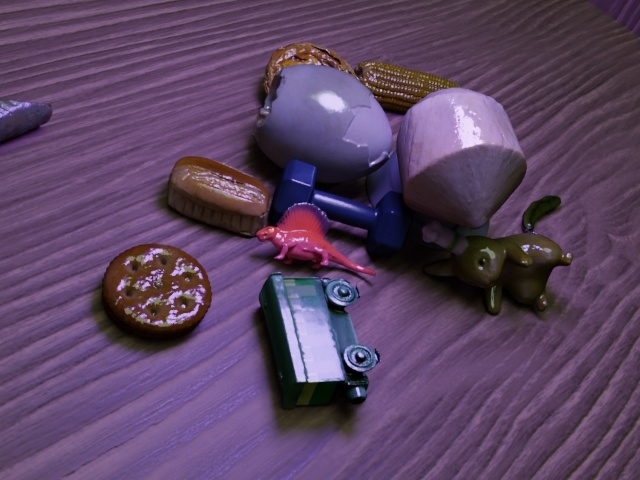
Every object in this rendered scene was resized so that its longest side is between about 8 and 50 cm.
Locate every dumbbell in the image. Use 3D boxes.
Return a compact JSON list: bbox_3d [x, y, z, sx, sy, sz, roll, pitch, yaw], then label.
[{"bbox_3d":[0.050,-0.071,1.878,0.325,0.159,0.144,17,13,-10],"label":"dumbbell"}]

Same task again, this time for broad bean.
[{"bbox_3d":[0.597,-0.074,2.206,0.069,0.039,0.227,31,43,16],"label":"broad bean"}]

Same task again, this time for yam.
[{"bbox_3d":[-0.710,-0.252,1.742,0.106,0.106,0.259,37,45,13],"label":"yam"}]

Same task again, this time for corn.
[{"bbox_3d":[0.261,-0.435,2.348,0.345,0.131,0.131,7,46,-19],"label":"corn"}]

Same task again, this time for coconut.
[{"bbox_3d":[0.310,-0.169,1.791,0.329,0.328,0.328,13,44,-13],"label":"coconut"}]

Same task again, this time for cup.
[{"bbox_3d":[0.304,-0.153,2.062,0.348,0.163,0.347,12,45,-13],"label":"cup"}]

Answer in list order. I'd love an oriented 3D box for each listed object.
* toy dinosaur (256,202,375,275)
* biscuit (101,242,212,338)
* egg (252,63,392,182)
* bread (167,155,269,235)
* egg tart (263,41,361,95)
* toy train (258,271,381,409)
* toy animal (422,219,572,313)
[{"bbox_3d":[-0.002,-0.008,1.798,0.286,0.070,0.138,10,81,-18],"label":"toy dinosaur"},{"bbox_3d":[-0.323,0.101,1.598,0.221,0.066,0.220,11,47,-12],"label":"biscuit"},{"bbox_3d":[0.016,-0.277,1.968,0.336,0.278,0.278,19,43,-8],"label":"egg"},{"bbox_3d":[-0.225,-0.106,1.817,0.237,0.106,0.140,20,41,-6],"label":"bread"},{"bbox_3d":[-0.021,-0.401,2.198,0.297,0.132,0.297,8,60,-14],"label":"egg tart"},{"bbox_3d":[-0.005,0.197,1.609,0.203,0.120,0.300,0,48,-20],"label":"toy train"},{"bbox_3d":[0.398,0.062,1.888,0.363,0.181,0.180,1,39,-26],"label":"toy animal"}]
